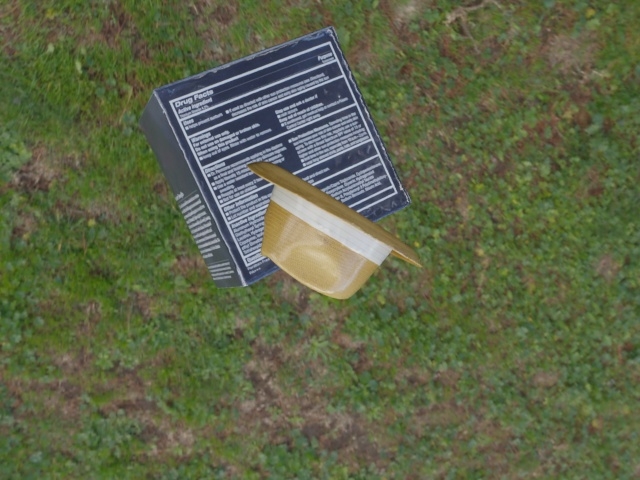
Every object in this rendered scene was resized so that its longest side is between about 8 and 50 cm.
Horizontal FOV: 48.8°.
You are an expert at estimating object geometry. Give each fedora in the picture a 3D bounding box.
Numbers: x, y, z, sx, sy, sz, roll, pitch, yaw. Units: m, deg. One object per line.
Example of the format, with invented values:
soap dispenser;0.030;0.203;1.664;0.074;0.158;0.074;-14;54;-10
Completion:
fedora;0.000;0.000;0.651;0.194;0.194;0.079;30;92;-27

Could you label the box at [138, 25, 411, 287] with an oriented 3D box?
box;-0.072;-0.121;1.072;0.296;0.183;0.294;-26;95;-22
